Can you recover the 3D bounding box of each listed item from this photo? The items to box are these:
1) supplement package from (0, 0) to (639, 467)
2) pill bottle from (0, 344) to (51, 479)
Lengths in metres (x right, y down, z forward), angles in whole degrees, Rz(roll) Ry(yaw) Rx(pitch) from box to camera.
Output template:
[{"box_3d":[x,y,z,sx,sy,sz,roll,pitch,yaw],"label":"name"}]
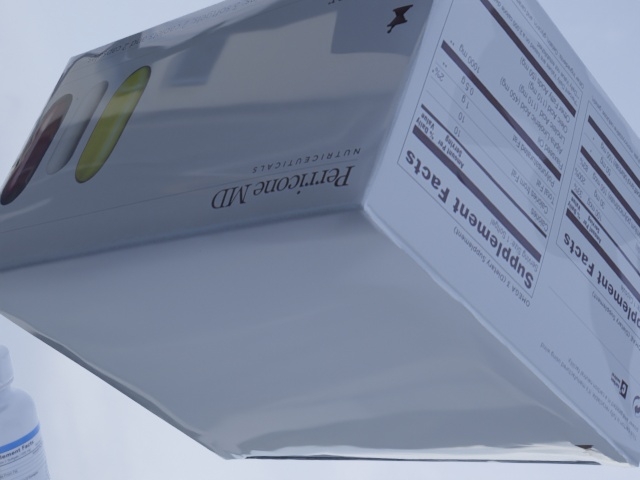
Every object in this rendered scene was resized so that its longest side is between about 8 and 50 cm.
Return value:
[{"box_3d":[0.000,0.000,0.543,0.262,0.145,0.204,-9,-39,42],"label":"supplement package"},{"box_3d":[-0.348,0.225,1.184,0.124,0.124,0.221,13,-66,56],"label":"pill bottle"}]
